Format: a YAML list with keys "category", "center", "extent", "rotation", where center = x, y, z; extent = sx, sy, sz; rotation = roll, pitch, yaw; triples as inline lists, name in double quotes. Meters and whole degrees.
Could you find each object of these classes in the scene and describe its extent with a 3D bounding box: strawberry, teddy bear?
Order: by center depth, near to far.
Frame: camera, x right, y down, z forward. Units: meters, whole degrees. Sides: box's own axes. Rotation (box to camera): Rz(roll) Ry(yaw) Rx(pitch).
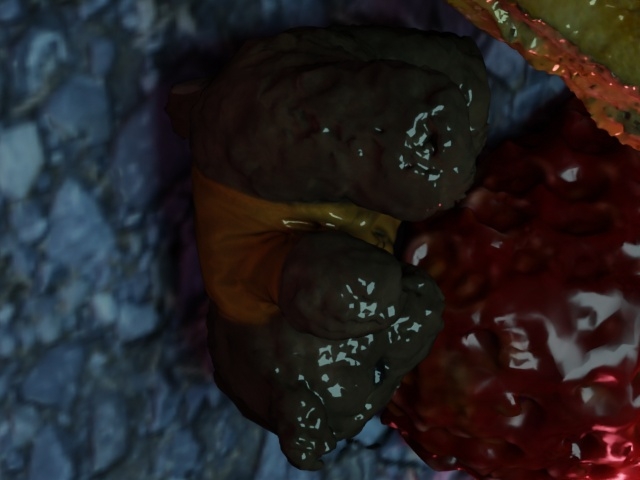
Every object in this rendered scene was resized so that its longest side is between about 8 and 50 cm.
- category: "teddy bear"
  center: [0.000, 0.000, 0.808]
  extent: [0.177, 0.140, 0.190]
  rotation: [-72, 165, -70]
- category: "strawberry"
  center: [0.184, 0.045, 0.974]
  extent: [0.336, 0.149, 0.265]
  rotation: [-6, 111, -40]

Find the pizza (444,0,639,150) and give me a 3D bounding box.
- category: "pizza"
  center: [0.070, -0.167, 0.820]
  extent: [0.288, 0.075, 0.280]
  rotation: [14, 64, -22]
